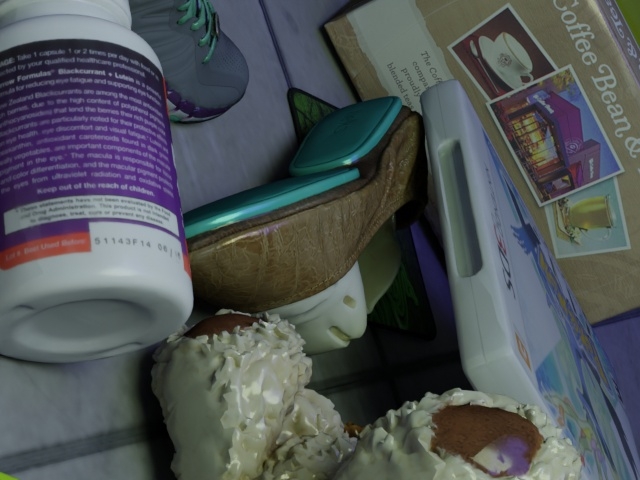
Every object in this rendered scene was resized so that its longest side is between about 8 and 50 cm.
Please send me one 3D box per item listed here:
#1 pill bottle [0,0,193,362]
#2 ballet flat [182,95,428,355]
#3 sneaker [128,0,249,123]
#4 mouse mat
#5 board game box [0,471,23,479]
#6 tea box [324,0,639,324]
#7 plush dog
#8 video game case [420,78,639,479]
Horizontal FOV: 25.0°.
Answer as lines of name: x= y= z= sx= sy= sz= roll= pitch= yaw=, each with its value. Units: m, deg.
pill bottle: x=-0.128 y=-0.045 z=0.729 sx=0.108 sy=0.108 sz=0.193 roll=25 pitch=49 yaw=-53
ballet flat: x=0.000 y=0.000 z=0.941 sx=0.342 sy=0.116 sz=0.124 roll=-44 pitch=118 yaw=-65
sneaker: x=-0.093 y=-0.137 z=0.873 sx=0.224 sy=0.098 sz=0.083 roll=20 pitch=53 yaw=-55
mouse mat: x=0.034 y=-0.019 z=1.115 sx=0.153 sy=0.007 sz=0.189 roll=18 pitch=55 yaw=-56
board game box: x=-0.109 y=0.276 z=0.551 sx=0.233 sy=0.078 sz=0.347 roll=34 pitch=42 yaw=-47
tea box: x=0.210 y=-0.133 z=1.283 sx=0.329 sy=0.220 sz=0.323 roll=61 pitch=26 yaw=-11
plush dog: x=0.041 y=0.164 z=0.798 sx=0.225 sy=0.262 sz=0.210 roll=9 pitch=95 yaw=-48
video game case: x=0.163 y=0.090 z=1.009 sx=0.329 sy=0.036 sz=0.300 roll=57 pitch=18 yaw=-34
